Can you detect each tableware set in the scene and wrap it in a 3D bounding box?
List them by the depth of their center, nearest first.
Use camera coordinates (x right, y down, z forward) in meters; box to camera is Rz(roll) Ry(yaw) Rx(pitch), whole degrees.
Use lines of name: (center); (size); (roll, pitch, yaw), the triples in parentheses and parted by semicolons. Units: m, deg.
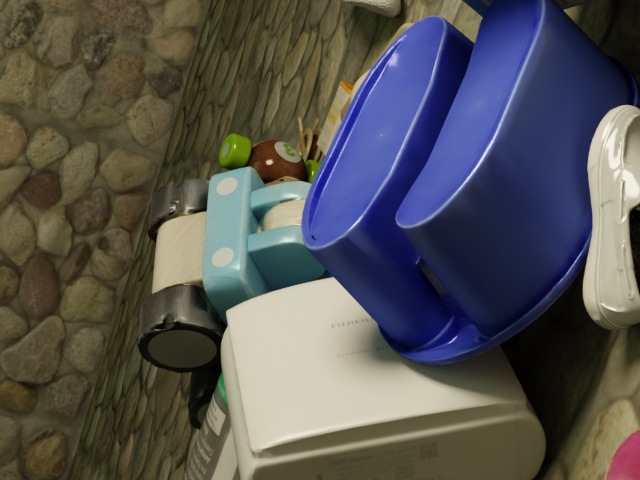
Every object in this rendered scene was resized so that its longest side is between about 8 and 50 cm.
tableware set: (-0.048, -0.088, 2.203); (0.128, 0.039, 0.194); (-105, 36, -62)

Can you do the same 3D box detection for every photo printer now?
photo printer: (0.041, 0.126, 1.320); (0.307, 0.256, 0.107); (-108, 9, -64)

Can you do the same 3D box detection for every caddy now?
caddy: (0.139, -0.055, 1.257); (0.241, 0.179, 0.341); (-14, 42, 48)

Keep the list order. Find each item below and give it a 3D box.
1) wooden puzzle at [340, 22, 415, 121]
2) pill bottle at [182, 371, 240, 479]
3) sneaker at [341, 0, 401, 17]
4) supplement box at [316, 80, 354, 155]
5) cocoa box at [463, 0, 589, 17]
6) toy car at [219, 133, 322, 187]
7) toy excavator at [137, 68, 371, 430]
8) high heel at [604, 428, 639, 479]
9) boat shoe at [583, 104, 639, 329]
wooden puzzle: (0.081, -0.118, 1.818); (0.221, 0.044, 0.239); (128, 149, -51)
pill bottle: (-0.061, 0.310, 1.538); (0.204, 0.204, 0.361); (-126, 55, -70)
sneaker: (0.073, -0.405, 2.016); (0.268, 0.101, 0.153); (-111, 38, -69)
supplement box: (0.033, -0.165, 2.021); (0.062, 0.036, 0.098); (-119, 49, -68)
cocoa box: (0.195, -0.403, 1.263); (0.228, 0.231, 0.347); (-13, 58, 41)
toy car: (-0.047, -0.063, 2.001); (0.188, 0.155, 0.149); (11, 84, 64)
toy excavator: (0.000, 0.000, 1.671); (0.433, 0.445, 0.222); (61, -158, -46)
high heel: (0.243, 0.204, 0.922); (0.117, 0.082, 0.244); (-23, 27, 28)
boat shoe: (0.245, -0.023, 1.132); (0.063, 0.066, 0.184); (-17, 53, 54)
